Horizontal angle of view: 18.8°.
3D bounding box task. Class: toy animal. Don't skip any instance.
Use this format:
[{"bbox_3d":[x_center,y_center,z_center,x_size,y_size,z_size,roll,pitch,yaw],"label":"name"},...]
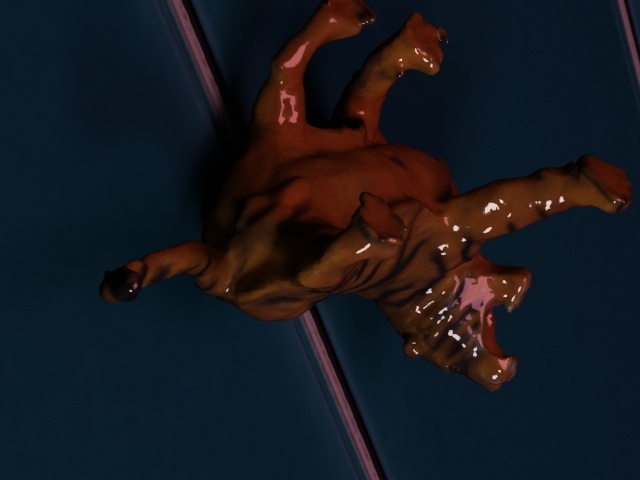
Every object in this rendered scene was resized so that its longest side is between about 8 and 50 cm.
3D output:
[{"bbox_3d":[-0.004,-0.006,0.653,0.255,0.114,0.116,-7,141,-55],"label":"toy animal"}]
